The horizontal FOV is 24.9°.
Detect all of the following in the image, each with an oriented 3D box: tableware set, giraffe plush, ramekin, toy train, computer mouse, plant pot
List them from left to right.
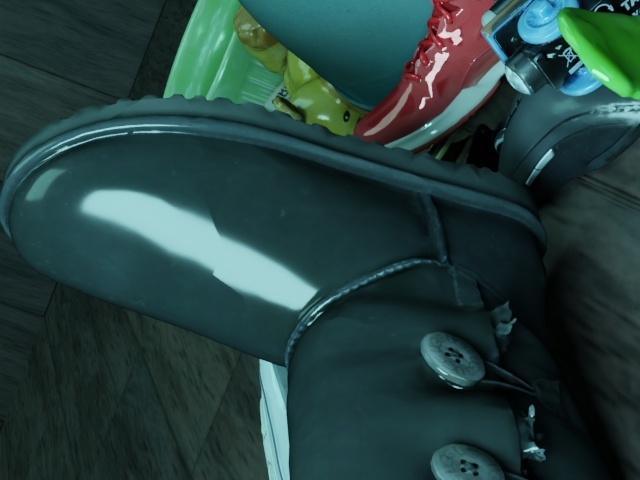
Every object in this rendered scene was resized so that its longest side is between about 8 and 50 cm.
[{"bbox_3d":[-0.073,-0.206,1.726,0.303,0.148,0.303,-56,22,37],"label":"ramekin"},{"bbox_3d":[0.005,-0.159,1.443,0.170,0.181,0.210,-103,27,-47],"label":"giraffe plush"},{"bbox_3d":[0.018,-0.282,1.216,0.272,0.255,0.271,-24,52,36],"label":"plant pot"},{"bbox_3d":[0.080,-0.026,1.183,0.128,0.039,0.194,-58,2,-33],"label":"tableware set"},{"bbox_3d":[0.145,-0.046,1.046,0.262,0.060,0.184,-33,39,63],"label":"computer mouse"},{"bbox_3d":[0.185,-0.173,0.959,0.184,0.080,0.105,-42,36,4],"label":"toy train"}]

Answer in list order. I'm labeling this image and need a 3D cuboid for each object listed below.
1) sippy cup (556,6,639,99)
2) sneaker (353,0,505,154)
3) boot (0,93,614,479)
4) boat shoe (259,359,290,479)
[{"bbox_3d":[0.212,-0.192,0.585,0.240,0.224,0.305,22,117,44],"label":"sippy cup"},{"bbox_3d":[0.091,-0.166,1.098,0.221,0.128,0.087,-39,25,4],"label":"sneaker"},{"bbox_3d":[-0.006,0.120,0.802,0.445,0.367,0.146,-96,15,-45],"label":"boot"},{"bbox_3d":[-0.026,0.157,1.296,0.226,0.083,0.076,-92,26,-46],"label":"boat shoe"}]
